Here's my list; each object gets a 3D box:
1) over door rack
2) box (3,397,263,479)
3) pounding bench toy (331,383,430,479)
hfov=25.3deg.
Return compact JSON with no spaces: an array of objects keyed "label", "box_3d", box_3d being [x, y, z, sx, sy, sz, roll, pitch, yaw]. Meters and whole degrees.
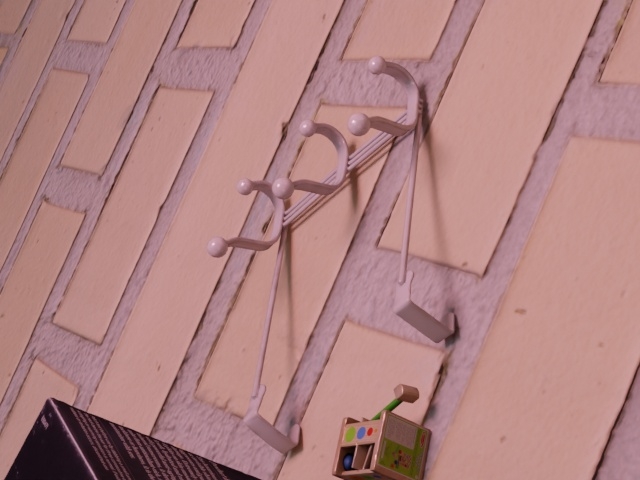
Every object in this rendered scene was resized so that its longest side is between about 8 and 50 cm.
[{"label":"over door rack","box_3d":[0.000,0.000,1.362,0.239,0.108,0.324,-40,38,35]},{"label":"box","box_3d":[-0.142,0.330,1.143,0.296,0.294,0.183,-60,29,5]},{"label":"pounding bench toy","box_3d":[0.052,0.165,1.211,0.065,0.052,0.083,-17,54,51]}]
